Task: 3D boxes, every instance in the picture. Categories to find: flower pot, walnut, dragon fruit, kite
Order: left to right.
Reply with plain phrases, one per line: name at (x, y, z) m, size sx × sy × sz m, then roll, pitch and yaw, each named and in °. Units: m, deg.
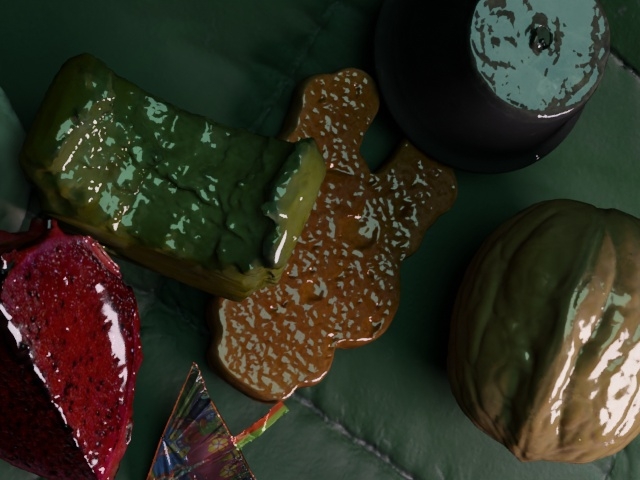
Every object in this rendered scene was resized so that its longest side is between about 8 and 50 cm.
dragon fruit at (-0.253, 0.084, 1.264) m, size 0.189 × 0.163 × 0.261 m, roll -17°, pitch 132°, yaw 1°
kite at (-0.097, 0.196, 1.380) m, size 0.159 × 0.010 × 0.190 m, roll -27°, pitch 116°, yaw -6°
flower pot at (0.181, -0.184, 1.417) m, size 0.235 × 0.148 × 0.235 m, roll 0°, pitch 90°, yaw -15°
walnut at (0.236, 0.090, 1.449) m, size 0.225 × 0.225 × 0.261 m, roll 20°, pitch 90°, yaw -21°

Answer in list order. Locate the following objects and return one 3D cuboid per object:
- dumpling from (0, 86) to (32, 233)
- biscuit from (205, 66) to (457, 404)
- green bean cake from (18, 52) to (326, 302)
dumpling at (-0.353, -0.030, 1.251) m, size 0.227 × 0.243 × 0.175 m, roll 6°, pitch 42°, yaw -40°
biscuit at (0.000, 0.000, 1.442) m, size 0.202 × 0.047 × 0.334 m, roll 33°, pitch 71°, yaw -16°
green bean cake at (-0.125, -0.044, 1.270) m, size 0.236 × 0.233 × 0.124 m, roll 21°, pitch 78°, yaw 0°
